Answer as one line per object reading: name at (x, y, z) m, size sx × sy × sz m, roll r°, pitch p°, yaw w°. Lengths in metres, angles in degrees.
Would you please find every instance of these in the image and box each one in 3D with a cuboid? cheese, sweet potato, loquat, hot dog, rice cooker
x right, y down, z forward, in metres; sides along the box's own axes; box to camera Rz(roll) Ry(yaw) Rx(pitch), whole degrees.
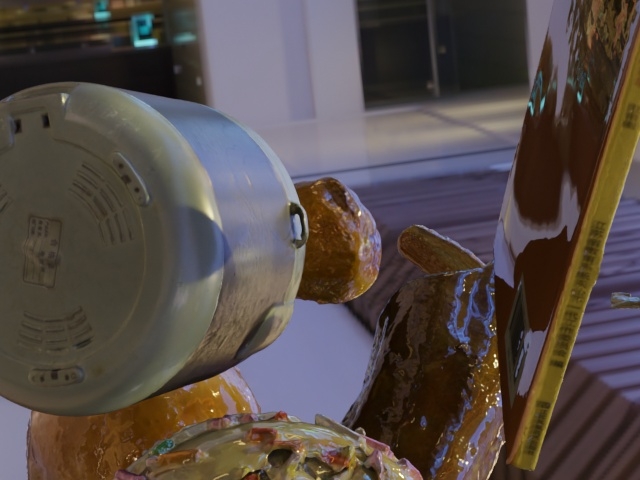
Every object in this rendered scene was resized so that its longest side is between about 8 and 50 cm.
cheese at (0.303, 0.043, 1.024) m, size 0.041 × 0.084 × 0.060 m, roll 49°, pitch 3°, yaw 18°
sweet potato at (0.091, 0.165, 0.980) m, size 0.158 × 0.158 × 0.369 m, roll 101°, pitch 11°, yaw -58°
loquat at (0.000, 0.000, 1.167) m, size 0.113 × 0.137 × 0.137 m, roll 76°, pitch 1°, yaw -72°
hot dog at (0.205, 0.048, 1.574) m, size 0.066 × 0.216 × 0.047 m, roll -60°, pitch 163°, yaw 19°
rice cooker at (-0.173, 0.003, 0.973) m, size 0.277 × 0.288 × 0.288 m, roll -9°, pitch 90°, yaw -72°
loquat at (-0.223, 0.264, 1.423) m, size 0.328 × 0.328 × 0.328 m, roll 172°, pitch -90°, yaw -78°

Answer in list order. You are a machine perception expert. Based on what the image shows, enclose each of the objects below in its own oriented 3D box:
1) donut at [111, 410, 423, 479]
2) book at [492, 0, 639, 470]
donut at (-0.014, 0.144, 0.418) m, size 0.068 × 0.174 × 0.174 m, roll 138°, pitch -56°, yaw -61°
book at (0.161, -0.076, 0.711) m, size 0.262 × 0.028 × 0.374 m, roll -78°, pitch 177°, yaw -56°
